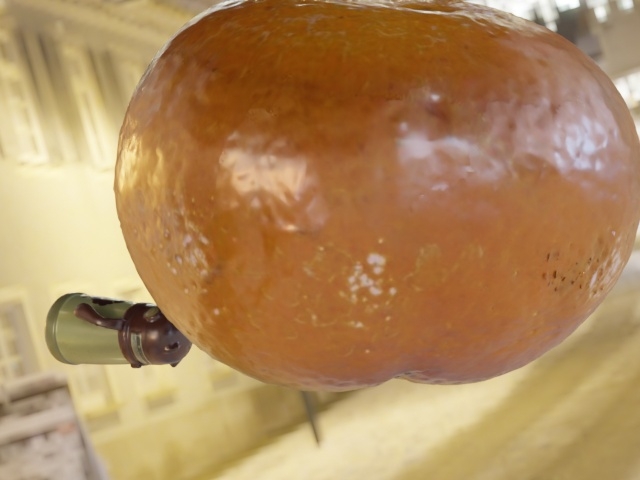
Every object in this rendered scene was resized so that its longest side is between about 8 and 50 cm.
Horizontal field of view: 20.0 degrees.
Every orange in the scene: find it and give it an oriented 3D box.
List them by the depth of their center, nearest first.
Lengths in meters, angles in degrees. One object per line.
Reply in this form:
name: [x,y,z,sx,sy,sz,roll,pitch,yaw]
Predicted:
orange: [0.026,-0.019,0.771,0.224,0.170,0.224,6,16,-2]

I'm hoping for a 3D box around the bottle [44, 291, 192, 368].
bottle: [-0.122,0.057,1.140,0.101,0.047,0.063,1,12,35]
